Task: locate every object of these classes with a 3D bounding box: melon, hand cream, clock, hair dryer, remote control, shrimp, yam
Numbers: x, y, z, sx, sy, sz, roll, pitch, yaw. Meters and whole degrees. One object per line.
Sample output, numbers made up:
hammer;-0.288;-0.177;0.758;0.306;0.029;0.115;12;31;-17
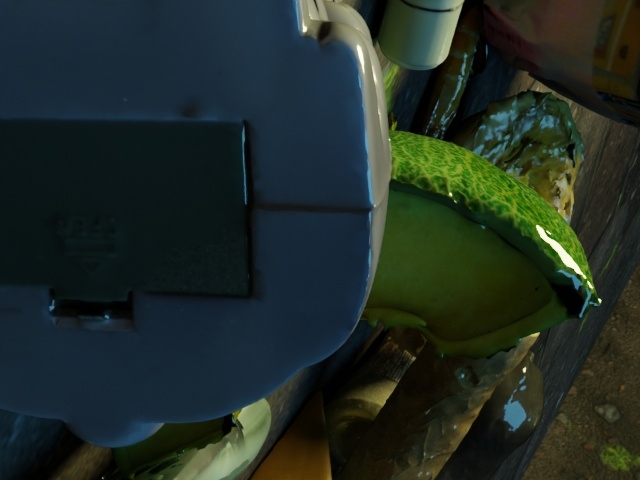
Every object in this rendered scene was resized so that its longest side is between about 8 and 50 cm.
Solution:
melon;0.000;0.000;0.934;0.129;0.265;0.169;62;19;-17
hand cream;0.066;0.111;1.545;0.203;0.084;0.084;-59;167;-50
clock;-0.050;-0.063;0.653;0.254;0.188;0.189;-65;174;-63
hair dryer;0.081;-0.177;1.151;0.137;0.047;0.082;-60;168;-47
remote control;-0.088;0.138;0.986;0.097;0.045;0.256;-30;-178;22
shrimp;0.102;-0.116;1.358;0.127;0.025;0.091;-68;167;1
yam;0.063;0.177;1.417;0.357;0.081;0.081;-58;169;21

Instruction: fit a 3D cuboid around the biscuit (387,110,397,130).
biscuit;0.011;0.003;1.152;0.048;0.026;0.292;-64;179;34

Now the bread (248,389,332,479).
bread;-0.003;0.194;1.399;0.139;0.084;0.074;-52;160;-44

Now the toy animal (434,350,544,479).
toy animal;0.077;0.222;1.624;0.343;0.106;0.168;-53;-170;1

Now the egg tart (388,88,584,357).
egg tart;0.115;-0.018;1.441;0.232;0.098;0.252;-20;133;-50

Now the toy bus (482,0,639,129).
toy bus;0.230;-0.179;1.420;0.386;0.162;0.171;5;100;-76
